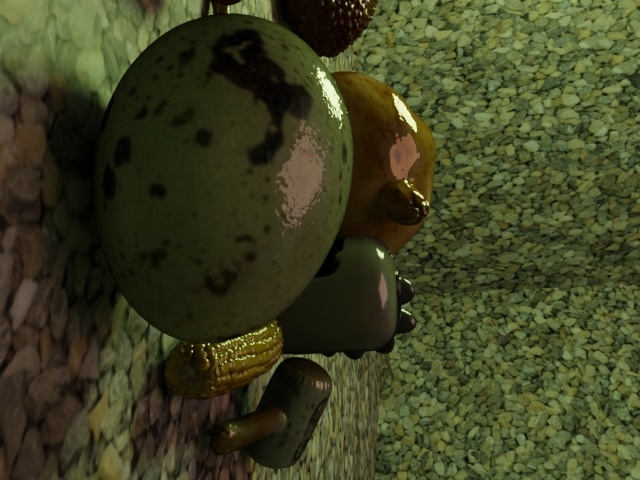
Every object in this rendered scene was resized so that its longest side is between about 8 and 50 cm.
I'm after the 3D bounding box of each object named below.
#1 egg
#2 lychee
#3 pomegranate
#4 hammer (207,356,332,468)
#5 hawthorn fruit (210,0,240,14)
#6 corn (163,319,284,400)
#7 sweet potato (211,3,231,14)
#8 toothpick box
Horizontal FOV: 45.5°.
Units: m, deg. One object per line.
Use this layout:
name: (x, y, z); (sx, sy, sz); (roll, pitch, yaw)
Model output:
egg: (-0.109, -0.072, 0.857); (0.287, 0.287, 0.380); (59, 43, -69)
lychee: (0.019, -0.581, 1.909); (0.271, 0.271, 0.272); (-4, 90, -80)
pomegranate: (0.063, -0.127, 1.487); (0.410, 0.409, 0.411); (-4, 90, -80)
hammer: (-0.096, 0.301, 1.249); (0.305, 0.113, 0.202); (2, 112, -66)
hawthorn fruit: (-0.139, -0.444, 1.090); (0.211, 0.210, 0.263); (-77, 173, -57)
corn: (-0.130, 0.165, 1.123); (0.318, 0.115, 0.115); (-16, 102, -77)
sweet potato: (-0.172, -0.394, 1.293); (0.044, 0.044, 0.179); (55, 33, -71)
toothpick box: (0.011, 0.108, 1.362); (0.229, 0.316, 0.229); (-3, 90, -80)
